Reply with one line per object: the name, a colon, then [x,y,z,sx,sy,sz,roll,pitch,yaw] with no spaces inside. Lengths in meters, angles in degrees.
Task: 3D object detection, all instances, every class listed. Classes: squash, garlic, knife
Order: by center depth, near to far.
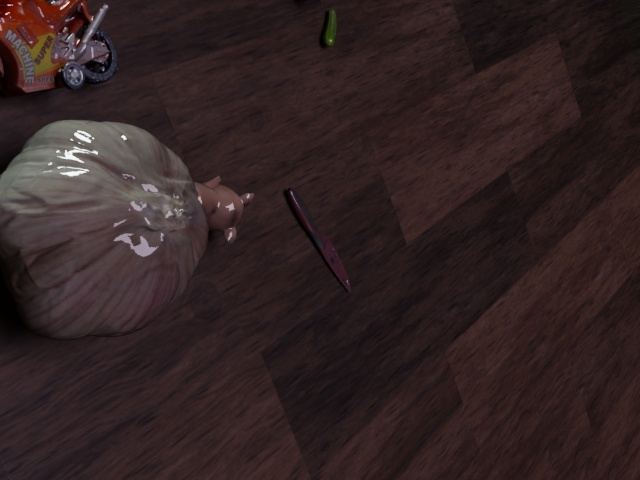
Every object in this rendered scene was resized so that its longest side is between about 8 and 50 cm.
garlic: [-0.286,-0.024,1.282,0.317,0.259,0.317,6,82,-47]
knife: [0.000,0.000,1.794,0.247,0.018,0.035,59,41,-26]
squash: [0.020,-0.420,1.901,0.027,0.027,0.089,35,54,-40]

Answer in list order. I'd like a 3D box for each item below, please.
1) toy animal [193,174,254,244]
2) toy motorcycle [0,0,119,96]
toy animal: [-0.183,-0.051,1.542,0.150,0.083,0.089,7,34,-39]
toy motorcycle: [-0.405,-0.277,1.327,0.298,0.089,0.171,-26,101,-49]
